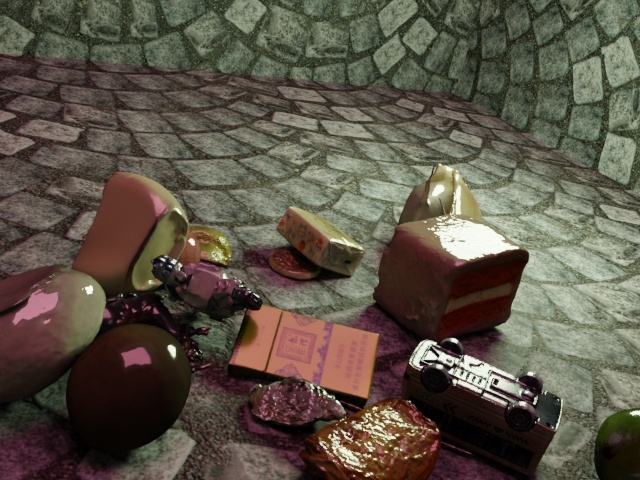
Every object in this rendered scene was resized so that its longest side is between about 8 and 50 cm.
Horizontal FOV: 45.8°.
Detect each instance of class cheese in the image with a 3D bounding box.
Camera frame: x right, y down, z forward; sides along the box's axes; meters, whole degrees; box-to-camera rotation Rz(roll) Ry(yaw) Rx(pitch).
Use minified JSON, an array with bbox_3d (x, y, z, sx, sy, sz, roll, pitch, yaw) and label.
[{"bbox_3d":[-0.413,-0.008,1.605,0.233,0.266,0.127,19,-14,23],"label":"cheese"}]

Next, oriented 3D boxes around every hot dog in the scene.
[{"bbox_3d":[0.077,0.359,1.259,0.259,0.114,0.175,-12,40,-43],"label":"hot dog"}]

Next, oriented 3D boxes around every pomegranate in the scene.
[{"bbox_3d":[0.580,0.415,1.358,0.186,0.187,0.225,19,50,10],"label":"pomegranate"}]

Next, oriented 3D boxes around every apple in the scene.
[{"bbox_3d":[-0.347,0.024,1.720,0.153,0.120,0.153,12,24,-5],"label":"apple"}]

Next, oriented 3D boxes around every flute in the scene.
[{"bbox_3d":[0.158,0.353,1.426,0.269,0.014,0.014,20,25,12],"label":"flute"}]

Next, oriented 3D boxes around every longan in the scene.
[{"bbox_3d":[-0.306,0.233,1.223,0.196,0.197,0.220,19,27,10],"label":"longan"}]

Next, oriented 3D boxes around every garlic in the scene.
[{"bbox_3d":[0.358,-0.071,2.167,0.231,0.246,0.340,31,12,9],"label":"garlic"}]

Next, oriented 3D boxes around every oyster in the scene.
[{"bbox_3d":[-0.043,0.294,1.381,0.177,0.064,0.125,1,31,-2],"label":"oyster"}]

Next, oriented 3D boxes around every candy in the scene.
[{"bbox_3d":[-0.496,0.158,1.258,0.295,0.185,0.295,-20,13,5],"label":"candy"}]

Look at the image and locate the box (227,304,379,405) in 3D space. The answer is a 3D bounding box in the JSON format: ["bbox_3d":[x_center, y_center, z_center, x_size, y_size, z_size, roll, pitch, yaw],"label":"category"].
[{"bbox_3d":[-0.030,0.223,1.504,0.278,0.041,0.153,15,51,0],"label":"box"}]

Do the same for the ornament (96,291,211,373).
[{"bbox_3d":[-0.321,0.180,1.454,0.236,0.080,0.202,32,26,33],"label":"ornament"}]

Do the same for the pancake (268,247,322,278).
[{"bbox_3d":[-0.062,0.059,1.913,0.139,0.022,0.139,12,25,-6],"label":"pancake"}]

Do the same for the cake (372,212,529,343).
[{"bbox_3d":[0.311,0.087,1.813,0.308,0.237,0.230,-11,31,-39],"label":"cake"}]

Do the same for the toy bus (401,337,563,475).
[{"bbox_3d":[0.293,0.309,1.424,0.289,0.157,0.139,22,25,14],"label":"toy bus"}]

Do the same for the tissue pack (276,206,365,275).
[{"bbox_3d":[0.000,0.000,1.954,0.148,0.092,0.196,18,14,-46],"label":"tissue pack"}]

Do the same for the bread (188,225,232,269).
[{"bbox_3d":[-0.304,0.014,1.837,0.187,0.065,0.149,14,30,-5],"label":"bread"}]

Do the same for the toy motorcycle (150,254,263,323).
[{"bbox_3d":[-0.245,0.091,1.506,0.204,0.239,0.108,34,52,-30],"label":"toy motorcycle"}]
